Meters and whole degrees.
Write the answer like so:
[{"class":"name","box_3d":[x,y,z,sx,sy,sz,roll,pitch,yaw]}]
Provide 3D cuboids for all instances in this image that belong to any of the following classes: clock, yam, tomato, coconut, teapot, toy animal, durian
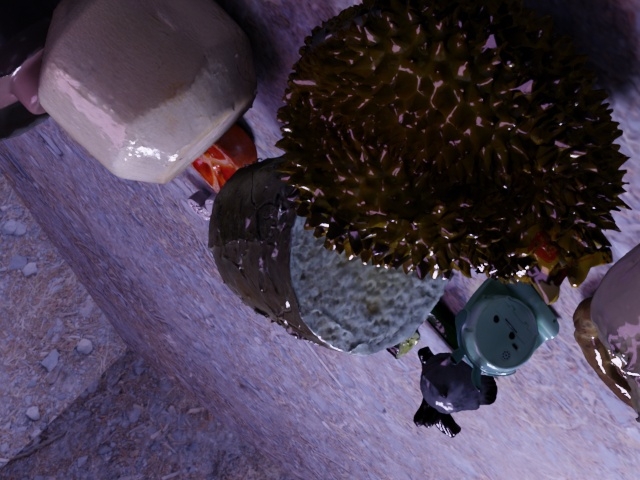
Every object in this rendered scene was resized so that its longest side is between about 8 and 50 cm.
[{"class":"clock","box_3d":[-0.176,-0.047,1.978,0.129,0.041,0.087,13,139,52]},{"class":"yam","box_3d":[0.000,0.000,1.403,0.241,0.241,0.348,52,164,-18]},{"class":"clock","box_3d":[0.201,0.108,1.327,0.101,0.135,0.041,48,161,-12]},{"class":"tomato","box_3d":[-0.141,-0.132,1.675,0.155,0.069,0.155,38,157,19]},{"class":"coconut","box_3d":[-0.215,-0.209,1.403,0.247,0.245,0.245,47,162,0]},{"class":"teapot","box_3d":[-0.449,-0.331,1.580,0.362,0.305,0.376,52,-155,4]},{"class":"toy animal","box_3d":[0.187,0.205,1.572,0.117,0.121,0.210,11,172,1]},{"class":"durian","box_3d":[0.112,-0.083,0.962,0.293,0.258,0.258,17,151,22]}]

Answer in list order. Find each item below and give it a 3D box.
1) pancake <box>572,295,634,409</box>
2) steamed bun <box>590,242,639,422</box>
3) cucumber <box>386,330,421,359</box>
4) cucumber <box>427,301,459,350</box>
[{"class":"pancake","box_3d":[0.370,0.146,1.202,0.250,0.031,0.250,39,160,17]},{"class":"steamed bun","box_3d":[0.356,0.058,0.809,0.268,0.207,0.280,47,135,-4]},{"class":"cucumber","box_3d":[0.057,0.088,1.744,0.214,0.052,0.058,43,-170,14]},{"class":"cucumber","box_3d":[0.148,0.093,1.573,0.184,0.033,0.036,45,-176,-11]}]
